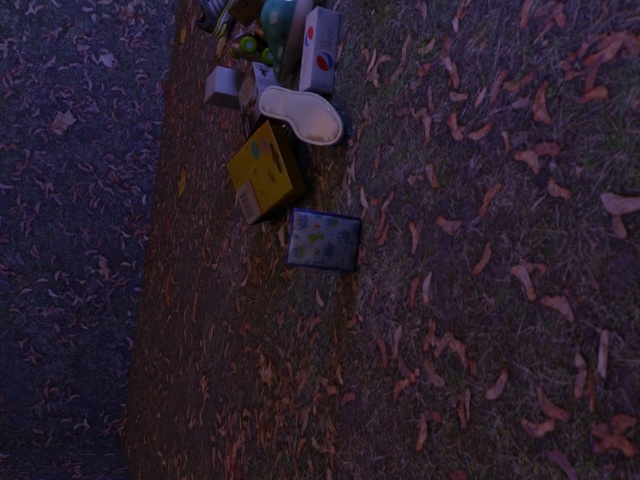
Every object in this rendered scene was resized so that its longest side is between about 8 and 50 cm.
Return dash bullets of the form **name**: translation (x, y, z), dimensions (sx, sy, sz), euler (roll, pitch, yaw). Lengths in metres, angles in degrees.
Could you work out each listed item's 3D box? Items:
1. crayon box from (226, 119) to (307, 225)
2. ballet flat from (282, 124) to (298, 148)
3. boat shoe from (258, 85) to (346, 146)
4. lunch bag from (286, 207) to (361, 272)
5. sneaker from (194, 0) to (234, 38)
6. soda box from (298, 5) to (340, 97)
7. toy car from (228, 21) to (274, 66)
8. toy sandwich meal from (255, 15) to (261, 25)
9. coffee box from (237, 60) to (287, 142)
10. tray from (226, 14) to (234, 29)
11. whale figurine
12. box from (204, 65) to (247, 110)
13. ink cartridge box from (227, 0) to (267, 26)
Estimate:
- **crayon box**: translation (-0.146, -0.185, 1.731), dimensions (0.318, 0.081, 0.202), euler (-30, 79, 59)
- **ballet flat**: translation (-0.075, -0.326, 1.730), dimensions (0.168, 0.052, 0.057), euler (-67, 29, 28)
- **boat shoe**: translation (-0.030, -0.314, 1.580), dimensions (0.319, 0.099, 0.116), euler (33, 102, 41)
- **lunch bag**: translation (0.000, 0.000, 1.370), dimensions (0.096, 0.151, 0.128), euler (4, 88, 64)
- **sneaker**: translation (-0.410, -0.951, 2.447), dimensions (0.300, 0.121, 0.111), euler (-66, 30, 31)
- **soda box**: translation (-0.003, -0.486, 1.608), dimensions (0.074, 0.069, 0.216), euler (-4, 79, 64)
- **toy car**: translation (-0.191, -0.662, 1.982), dimensions (0.155, 0.149, 0.188), euler (21, 90, 66)
- **toy sandwich meal**: translation (-0.200, -0.774, 2.145), dimensions (0.085, 0.029, 0.085), euler (-176, 90, -68)
- **coffee box**: translation (-0.176, -0.415, 1.910), dimensions (0.141, 0.098, 0.246), euler (-57, 35, 42)
- **tray**: translation (-0.333, -0.976, 2.471), dimensions (0.270, 0.030, 0.145), euler (-47, 42, 50)
- **whale figurine**: translation (-0.107, -0.580, 1.751), dimensions (0.272, 0.141, 0.216), euler (116, 168, -55)
- **box**: translation (-0.290, -0.506, 2.088), dimensions (0.130, 0.171, 0.091), euler (-12, 73, 62)
- **ink cartridge box**: translation (-0.187, -0.812, 1.984), dimensions (0.193, 0.088, 0.235), euler (-59, 22, -11)
